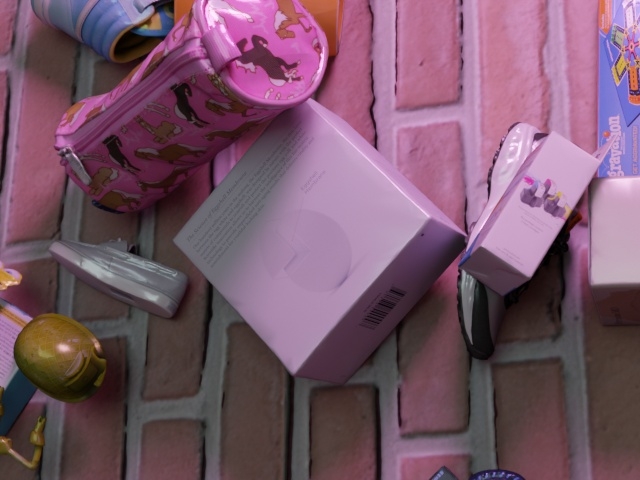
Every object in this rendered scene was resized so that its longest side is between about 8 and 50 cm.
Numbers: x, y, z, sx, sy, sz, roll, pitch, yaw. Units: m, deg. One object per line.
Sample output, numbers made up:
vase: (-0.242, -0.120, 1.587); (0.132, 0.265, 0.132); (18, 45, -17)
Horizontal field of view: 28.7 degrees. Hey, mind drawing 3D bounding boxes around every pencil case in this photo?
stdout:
pencil case: (-0.154, -0.156, 1.398); (0.386, 0.160, 0.167); (-26, 31, 50)

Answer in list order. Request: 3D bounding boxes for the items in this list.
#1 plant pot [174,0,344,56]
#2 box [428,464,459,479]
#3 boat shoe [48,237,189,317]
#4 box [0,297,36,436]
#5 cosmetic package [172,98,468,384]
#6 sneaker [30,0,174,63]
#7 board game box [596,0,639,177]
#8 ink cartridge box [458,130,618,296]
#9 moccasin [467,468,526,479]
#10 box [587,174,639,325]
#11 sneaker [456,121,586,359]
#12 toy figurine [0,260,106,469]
plant pot: (-0.067, -0.296, 1.517); (0.187, 0.205, 0.205); (4, 71, 4)
box: (0.125, 0.290, 1.317); (0.083, 0.018, 0.067); (-44, 63, -2)
boat shoe: (-0.243, 0.031, 1.514); (0.184, 0.066, 0.063); (20, 67, 25)
box: (-0.419, 0.194, 1.509); (0.100, 0.060, 0.244); (28, 81, 26)
cosmetic package: (0.000, 0.000, 1.384); (0.224, 0.138, 0.225); (-49, 64, 9)
sneaker: (-0.220, -0.371, 1.604); (0.208, 0.127, 0.319); (40, 110, 24)
board game box: (0.383, -0.159, 1.399); (0.145, 0.027, 0.281); (0, 70, 16)
ink cartridge box: (0.220, -0.040, 1.271); (0.061, 0.104, 0.181); (34, 76, 1)
moccasin: (0.191, 0.387, 1.200); (0.137, 0.117, 0.342); (-10, 69, 10)
box: (0.432, 0.009, 1.255); (0.311, 0.148, 0.121); (-3, 69, 19)
sneaker: (0.217, 0.002, 1.355); (0.108, 0.100, 0.272); (16, 76, 17)
toy figurine: (-0.442, 0.084, 1.404); (0.362, 0.217, 0.191); (32, 82, 26)
